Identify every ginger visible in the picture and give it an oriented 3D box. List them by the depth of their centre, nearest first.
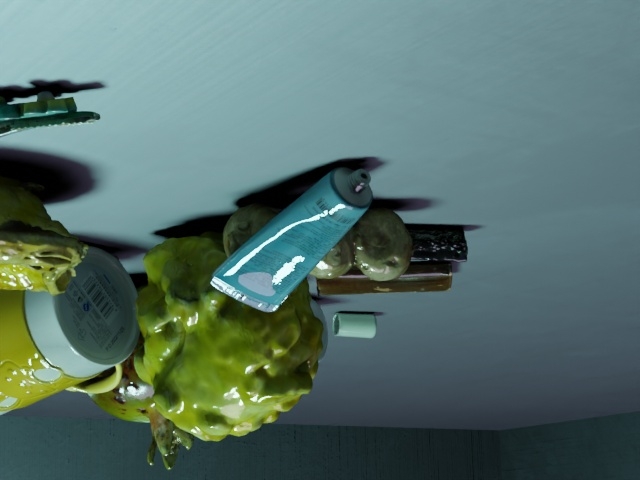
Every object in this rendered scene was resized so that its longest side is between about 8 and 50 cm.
[{"bbox_3d":[0.000,0.000,1.526,0.204,0.080,0.104,2,178,-6],"label":"ginger"}]

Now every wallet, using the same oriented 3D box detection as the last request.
[{"bbox_3d":[0.081,0.049,1.885,0.176,0.026,0.095,-3,162,3],"label":"wallet"}]

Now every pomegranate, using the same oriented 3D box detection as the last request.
[{"bbox_3d":[-0.224,0.177,1.919,0.198,0.246,0.198,3,170,0],"label":"pomegranate"}]

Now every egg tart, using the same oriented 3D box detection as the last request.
[{"bbox_3d":[-0.338,-0.005,1.406,0.241,0.106,0.241,1,168,0],"label":"egg tart"}]

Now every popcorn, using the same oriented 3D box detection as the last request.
[{"bbox_3d":[-0.106,0.104,1.641,0.192,0.233,0.266,-6,175,-44],"label":"popcorn"}]

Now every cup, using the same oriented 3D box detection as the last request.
[{"bbox_3d":[-0.325,0.116,1.754,0.226,0.185,0.241,-18,138,34],"label":"cup"}]

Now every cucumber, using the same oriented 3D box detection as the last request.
[{"bbox_3d":[0.087,0.003,1.649,0.163,0.043,0.039,4,175,-9],"label":"cucumber"}]

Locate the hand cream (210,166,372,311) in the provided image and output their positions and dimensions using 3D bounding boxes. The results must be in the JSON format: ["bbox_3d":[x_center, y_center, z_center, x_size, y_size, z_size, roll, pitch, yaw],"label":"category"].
[{"bbox_3d":[-0.020,-0.001,1.436,0.083,0.048,0.224,27,133,-23],"label":"hand cream"}]

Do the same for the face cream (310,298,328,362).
[{"bbox_3d":[-0.118,0.143,2.122,0.252,0.101,0.101,-8,166,30],"label":"face cream"}]

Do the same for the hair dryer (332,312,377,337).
[{"bbox_3d":[0.038,0.132,2.261,0.063,0.038,0.124,4,174,-18],"label":"hair dryer"}]

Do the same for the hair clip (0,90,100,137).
[{"bbox_3d":[-0.260,-0.093,1.154,0.173,0.049,0.049,-10,166,14],"label":"hair clip"}]
